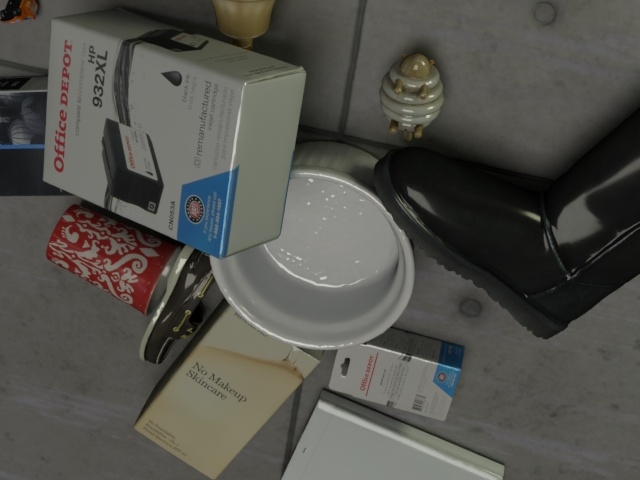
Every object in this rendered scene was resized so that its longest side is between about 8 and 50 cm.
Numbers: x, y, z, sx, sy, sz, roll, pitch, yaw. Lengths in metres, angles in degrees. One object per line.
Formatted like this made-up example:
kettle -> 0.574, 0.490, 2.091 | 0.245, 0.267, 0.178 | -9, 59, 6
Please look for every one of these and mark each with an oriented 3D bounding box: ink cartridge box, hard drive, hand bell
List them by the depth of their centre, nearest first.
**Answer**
ink cartridge box -> -0.190, -0.139, 1.373 | 0.307, 0.129, 0.223 | 22, 116, 28
hand bell -> -0.102, -0.242, 1.425 | 0.126, 0.126, 0.242 | 12, 133, 6
ink cartridge box -> -0.402, -0.146, 1.563 | 0.333, 0.065, 0.165 | -2, 119, 13
ink cartridge box -> 0.112, 0.189, 1.636 | 0.180, 0.060, 0.104 | 15, 123, 4
hard drive -> 0.108, 0.374, 1.759 | 0.307, 0.040, 0.203 | 23, 122, 0

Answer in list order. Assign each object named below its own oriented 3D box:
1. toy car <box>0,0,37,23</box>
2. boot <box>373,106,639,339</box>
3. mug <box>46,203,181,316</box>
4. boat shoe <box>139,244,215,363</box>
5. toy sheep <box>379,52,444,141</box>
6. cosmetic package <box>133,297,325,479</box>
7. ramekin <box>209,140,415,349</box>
toy car -> -0.366, -0.318, 1.459 | 0.122, 0.060, 0.040 | -17, 146, 29
boot -> 0.341, -0.100, 1.350 | 0.367, 0.146, 0.445 | 35, 128, -25
mug -> -0.309, 0.038, 1.621 | 0.169, 0.113, 0.150 | 26, 120, 2
boat shoe -> -0.206, 0.104, 1.650 | 0.069, 0.081, 0.227 | 27, 120, 2
toy sheep -> 0.115, -0.179, 1.406 | 0.091, 0.091, 0.132 | 14, 131, 5
cosmetic package -> -0.133, 0.203, 1.674 | 0.160, 0.113, 0.309 | 34, 122, -7
ramekin -> 0.000, 0.000, 1.509 | 0.277, 0.135, 0.277 | 6, 121, 11
